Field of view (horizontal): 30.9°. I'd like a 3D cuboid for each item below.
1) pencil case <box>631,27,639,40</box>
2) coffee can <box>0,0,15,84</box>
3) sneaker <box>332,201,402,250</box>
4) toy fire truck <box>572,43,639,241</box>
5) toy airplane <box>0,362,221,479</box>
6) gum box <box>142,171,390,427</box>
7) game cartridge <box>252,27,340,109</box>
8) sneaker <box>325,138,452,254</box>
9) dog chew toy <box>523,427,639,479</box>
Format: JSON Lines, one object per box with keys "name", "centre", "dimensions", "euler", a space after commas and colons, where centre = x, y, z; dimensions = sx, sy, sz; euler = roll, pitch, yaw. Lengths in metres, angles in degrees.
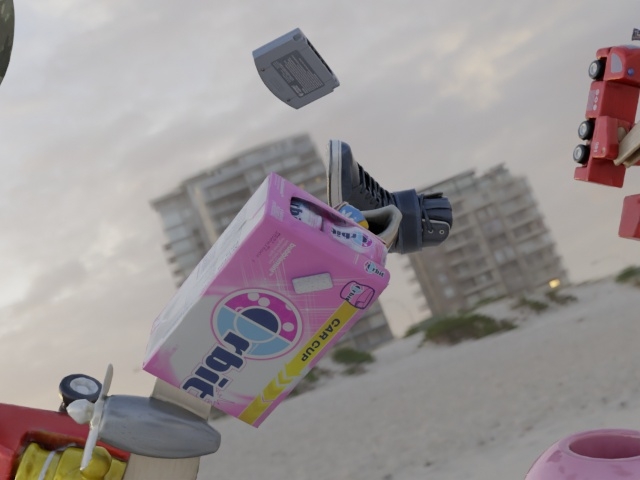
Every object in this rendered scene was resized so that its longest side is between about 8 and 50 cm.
{"name": "pencil case", "centre": [0.402, -0.132, 1.265], "dimensions": [0.104, 0.236, 0.104], "euler": [-2, -11, 0]}
{"name": "coffee can", "centre": [-0.336, -0.141, 0.835], "dimensions": [0.202, 0.201, 0.275], "euler": [-17, 7, -19]}
{"name": "sneaker", "centre": [0.000, 0.000, 1.129], "dimensions": [0.185, 0.069, 0.084], "euler": [-13, -35, -45]}
{"name": "toy fire truck", "centre": [0.302, -0.097, 1.115], "dimensions": [0.047, 0.192, 0.135], "euler": [10, 1, -21]}
{"name": "toy airplane", "centre": [-0.230, 0.338, 1.366], "dimensions": [0.384, 0.386, 0.272], "euler": [-18, 8, 27]}
{"name": "gum box", "centre": [-0.040, 0.046, 0.881], "dimensions": [0.107, 0.062, 0.188], "euler": [30, -59, -17]}
{"name": "game cartridge", "centre": [-0.024, -0.152, 1.033], "dimensions": [0.056, 0.017, 0.083], "euler": [-27, -38, 13]}
{"name": "sneaker", "centre": [0.092, -0.060, 1.547], "dimensions": [0.163, 0.086, 0.226], "euler": [-6, -38, 6]}
{"name": "dog chew toy", "centre": [0.313, 0.372, 1.211], "dimensions": [0.207, 0.331, 0.206], "euler": [-5, 7, 1]}
